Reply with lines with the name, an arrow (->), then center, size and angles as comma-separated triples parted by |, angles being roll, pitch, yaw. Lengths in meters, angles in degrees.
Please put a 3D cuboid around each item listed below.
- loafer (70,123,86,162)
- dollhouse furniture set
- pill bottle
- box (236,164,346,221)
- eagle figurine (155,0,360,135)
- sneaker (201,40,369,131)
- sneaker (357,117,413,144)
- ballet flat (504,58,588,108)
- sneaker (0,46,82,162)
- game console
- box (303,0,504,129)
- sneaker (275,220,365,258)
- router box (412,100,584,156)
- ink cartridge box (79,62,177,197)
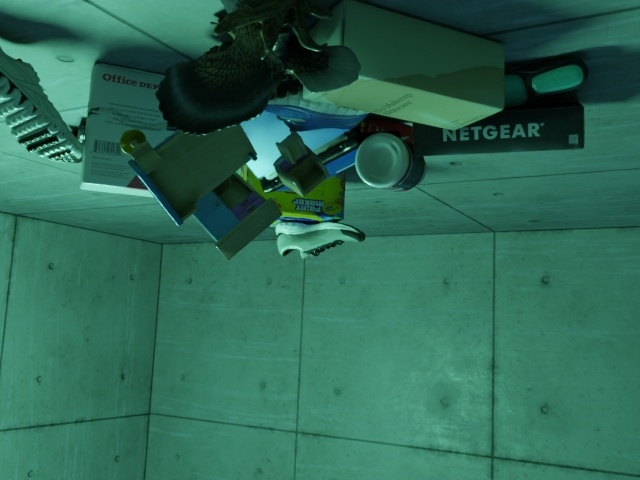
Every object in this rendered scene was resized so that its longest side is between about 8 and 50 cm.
loafer -> -0.627, -0.256, 1.755 | 0.078, 0.076, 0.223 | 15, 162, -35
dollhouse furniture set -> -0.192, -0.170, 1.232 | 0.198, 0.286, 0.303 | 42, 169, 40
pill bottle -> 0.152, -0.153, 1.373 | 0.108, 0.107, 0.180 | -1, 179, 26
box -> -0.104, -0.142, 2.021 | 0.290, 0.176, 0.279 | 5, 173, -15
eagle figurine -> -0.097, -0.280, 0.990 | 0.226, 0.225, 0.298 | 1, 165, -26
sneaker -> -0.066, -0.254, 1.220 | 0.330, 0.129, 0.147 | 11, 155, -9
sneaker -> 0.092, -0.239, 1.533 | 0.279, 0.107, 0.118 | 3, 167, -7
ballet flat -> 0.379, -0.286, 1.230 | 0.203, 0.074, 0.074 | -8, 168, 29
sneaker -> -0.539, -0.257, 1.244 | 0.110, 0.118, 0.292 | -8, 141, 27
game console -> -0.023, -0.231, 1.453 | 0.293, 0.173, 0.250 | -22, 175, 40
box -> 0.139, -0.282, 1.124 | 0.311, 0.121, 0.148 | 6, 171, -25
sneaker -> 0.000, 0.000, 1.972 | 0.272, 0.107, 0.100 | -2, 170, 19
router box -> 0.355, -0.223, 1.347 | 0.309, 0.080, 0.243 | 0, -167, 19
ink cartridge box -> -0.382, -0.215, 1.365 | 0.172, 0.237, 0.100 | 6, 175, -23
